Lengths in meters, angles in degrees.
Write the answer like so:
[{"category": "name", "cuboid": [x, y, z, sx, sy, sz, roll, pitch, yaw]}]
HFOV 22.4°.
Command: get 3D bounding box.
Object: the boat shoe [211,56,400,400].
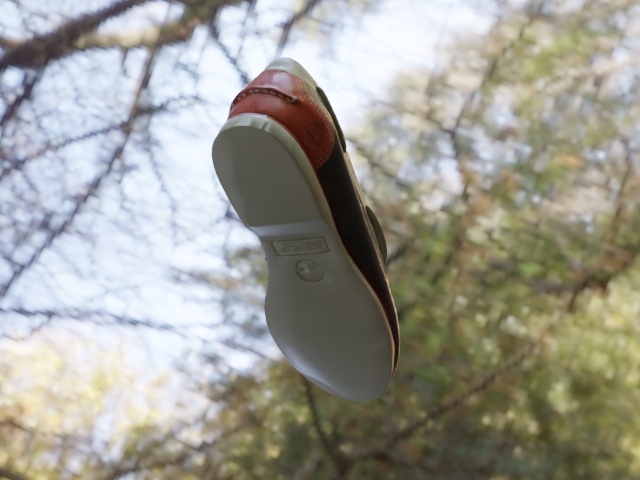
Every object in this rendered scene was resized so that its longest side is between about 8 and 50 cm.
[{"category": "boat shoe", "cuboid": [0.000, 0.000, 0.577, 0.043, 0.049, 0.137, -66, -36, -45]}]
